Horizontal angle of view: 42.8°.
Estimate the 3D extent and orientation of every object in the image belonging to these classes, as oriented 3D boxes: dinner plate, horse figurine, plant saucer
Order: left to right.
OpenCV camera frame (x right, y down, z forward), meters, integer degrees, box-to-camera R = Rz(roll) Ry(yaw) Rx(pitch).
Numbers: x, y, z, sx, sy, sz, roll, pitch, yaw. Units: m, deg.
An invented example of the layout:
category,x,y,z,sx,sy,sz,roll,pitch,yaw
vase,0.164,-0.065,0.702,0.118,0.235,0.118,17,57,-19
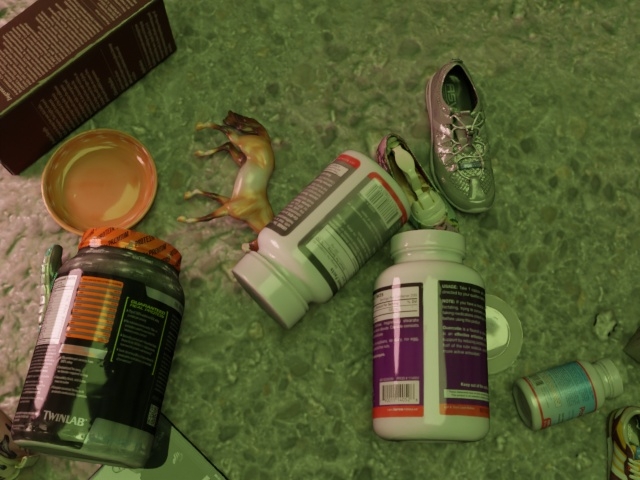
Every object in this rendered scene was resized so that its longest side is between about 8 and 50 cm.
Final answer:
category,x,y,z,sx,sy,sz,roll,pitch,yaw
plant saucer,-0.381,-0.097,1.424,0.199,0.037,0.200,0,75,-1
horse figurine,-0.142,-0.110,1.419,0.174,0.066,0.263,9,75,2
dinner plate,0.275,0.157,1.385,0.141,0.017,0.141,1,74,-3

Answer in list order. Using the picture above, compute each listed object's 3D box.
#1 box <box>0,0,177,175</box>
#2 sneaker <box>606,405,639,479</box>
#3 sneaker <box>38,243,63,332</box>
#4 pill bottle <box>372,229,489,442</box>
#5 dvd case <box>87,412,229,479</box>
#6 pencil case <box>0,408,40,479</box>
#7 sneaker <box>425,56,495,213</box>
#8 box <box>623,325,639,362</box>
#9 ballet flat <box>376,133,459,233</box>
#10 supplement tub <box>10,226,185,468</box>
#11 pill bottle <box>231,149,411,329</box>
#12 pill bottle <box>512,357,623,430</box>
category,x,y,z,sx,sy,sz,roll,pitch,yaw
box,-0.442,-0.303,1.400,0.381,0.191,0.143,-43,80,-13
sneaker,0.500,0.358,1.301,0.069,0.084,0.186,-4,75,-3
sneaker,-0.431,0.089,1.368,0.076,0.065,0.167,2,77,-18
pill bottle,0.173,0.154,1.297,0.181,0.181,0.323,2,74,-1
dvd case,-0.282,0.417,1.290,0.179,0.029,0.239,42,78,9
pencil case,-0.636,0.398,1.218,0.410,0.160,0.184,-38,89,-10
sneaker,0.240,-0.184,1.424,0.105,0.115,0.281,-12,75,-5
box,0.633,0.098,1.363,0.094,0.113,0.275,37,76,9
ballet flat,0.166,-0.091,1.416,0.076,0.079,0.222,-30,78,-2
supplement tub,-0.329,0.164,1.258,0.207,0.207,0.338,10,69,1
pill bottle,0.000,0.000,1.343,0.161,0.161,0.283,44,77,10
pill bottle,0.402,0.245,1.327,0.160,0.087,0.087,-16,76,-5
